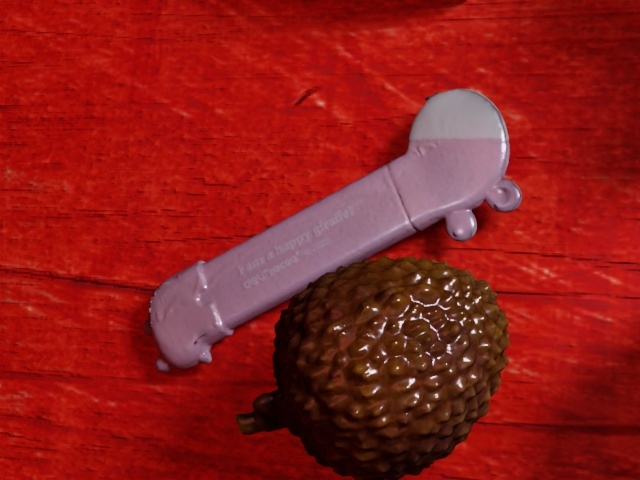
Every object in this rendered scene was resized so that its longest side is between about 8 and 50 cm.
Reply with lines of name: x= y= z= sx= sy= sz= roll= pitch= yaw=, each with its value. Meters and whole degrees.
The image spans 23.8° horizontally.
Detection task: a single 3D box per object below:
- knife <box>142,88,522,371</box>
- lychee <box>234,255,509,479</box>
knife: x=0.000 y=0.000 z=1.376 sx=0.398 sy=0.038 sz=0.132 roll=-28 pitch=69 yaw=19
lychee: x=0.043 y=0.108 z=1.248 sx=0.238 sy=0.200 sz=0.200 roll=-25 pitch=70 yaw=-5
